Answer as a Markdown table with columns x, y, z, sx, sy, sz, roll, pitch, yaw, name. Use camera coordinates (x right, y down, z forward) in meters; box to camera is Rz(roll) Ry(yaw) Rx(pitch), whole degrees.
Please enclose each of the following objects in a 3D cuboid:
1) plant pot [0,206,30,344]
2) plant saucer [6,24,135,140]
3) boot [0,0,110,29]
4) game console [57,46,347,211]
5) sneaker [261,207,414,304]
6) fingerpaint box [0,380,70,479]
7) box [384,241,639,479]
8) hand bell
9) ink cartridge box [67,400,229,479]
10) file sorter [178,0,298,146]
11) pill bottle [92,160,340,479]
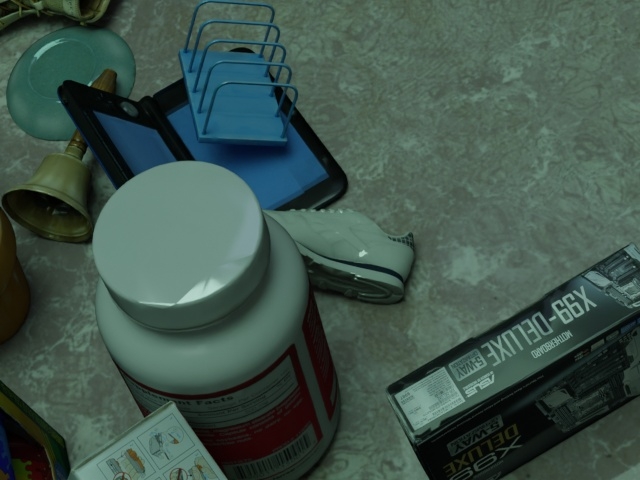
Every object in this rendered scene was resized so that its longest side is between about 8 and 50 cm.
| x | y | z | sx | sy | sz | roll | pitch | yaw | name |
| --- | --- | --- | --- | --- | --- | --- | --- | --- | --- |
| -0.462 | 0.047 | 1.830 | 0.205 | 0.188 | 0.205 | -6 | 63 | 12 | plant pot |
| -0.358 | -0.232 | 2.033 | 0.195 | 0.037 | 0.195 | -6 | 64 | 11 | plant saucer |
| -0.419 | -0.339 | 2.057 | 0.203 | 0.095 | 0.262 | 25 | 65 | 34 | boot |
| -0.153 | -0.133 | 1.862 | 0.173 | 0.250 | 0.293 | -47 | 59 | 19 | game console |
| 0.000 | 0.000 | 1.776 | 0.235 | 0.090 | 0.094 | 20 | 65 | -7 | sneaker |
| -0.380 | 0.322 | 1.525 | 0.163 | 0.445 | 0.371 | -20 | 60 | 3 | fingerpaint box |
| 0.234 | 0.155 | 1.573 | 0.307 | 0.242 | 0.076 | -30 | 61 | -3 | box |
| -0.324 | -0.132 | 1.935 | 0.126 | 0.126 | 0.242 | 8 | 61 | 17 | hand bell |
| -0.136 | 0.351 | 1.522 | 0.130 | 0.272 | 0.309 | -34 | 83 | -22 | ink cartridge box |
| -0.105 | -0.218 | 1.868 | 0.118 | 0.104 | 0.170 | 1 | 48 | -19 | file sorter |
| -0.113 | 0.101 | 1.579 | 0.229 | 0.407 | 0.229 | -4 | 56 | 7 | pill bottle |
